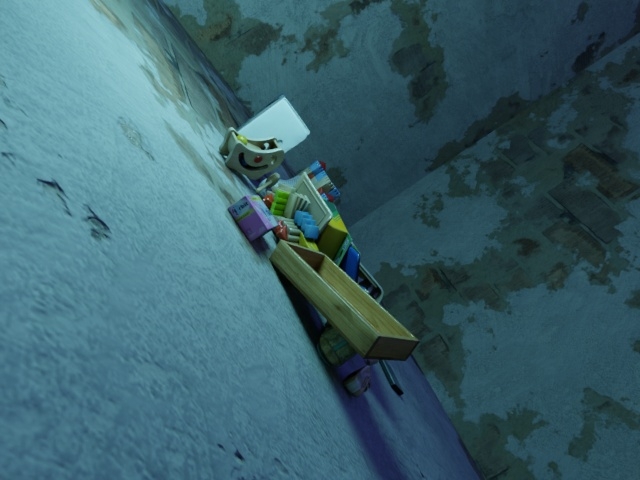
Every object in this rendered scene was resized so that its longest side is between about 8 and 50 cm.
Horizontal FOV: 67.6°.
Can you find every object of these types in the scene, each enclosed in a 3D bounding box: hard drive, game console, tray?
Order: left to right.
[{"bbox_3d":[0.053,0.155,1.266,0.202,0.076,0.411,19,17,-49],"label":"tray"},{"bbox_3d":[0.145,0.155,1.563,0.250,0.173,0.293,36,4,-11],"label":"game console"},{"bbox_3d":[0.283,0.545,1.919,0.094,0.022,0.135,51,8,-39],"label":"hard drive"}]

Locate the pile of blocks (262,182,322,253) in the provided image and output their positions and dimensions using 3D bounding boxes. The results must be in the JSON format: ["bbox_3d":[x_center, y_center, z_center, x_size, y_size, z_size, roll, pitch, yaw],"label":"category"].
[{"bbox_3d":[-0.104,-0.069,1.560,0.112,0.149,0.362,8,38,-42],"label":"pile of blocks"}]

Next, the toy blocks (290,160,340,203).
[{"bbox_3d":[-0.039,-0.197,2.126,0.191,0.260,0.382,51,9,-40],"label":"toy blocks"}]

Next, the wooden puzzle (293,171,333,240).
[{"bbox_3d":[-0.060,-0.080,1.631,0.044,0.221,0.239,9,41,-41],"label":"wooden puzzle"}]

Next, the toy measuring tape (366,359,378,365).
[{"bbox_3d":[0.129,0.296,1.763,0.121,0.121,0.331,34,40,-73],"label":"toy measuring tape"}]

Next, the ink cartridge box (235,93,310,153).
[{"bbox_3d":[-0.209,-0.429,1.900,0.166,0.285,0.395,52,7,-19],"label":"ink cartridge box"}]

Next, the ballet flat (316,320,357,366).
[{"bbox_3d":[0.072,0.265,1.347,0.123,0.123,0.348,57,6,4],"label":"ballet flat"}]

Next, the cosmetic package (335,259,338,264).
[{"bbox_3d":[0.073,0.143,2.168,0.239,0.060,0.099,53,9,-28],"label":"cosmetic package"}]

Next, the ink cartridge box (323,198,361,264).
[{"bbox_3d":[0.013,-0.006,1.915,0.255,0.188,0.097,55,5,-22],"label":"ink cartridge box"}]

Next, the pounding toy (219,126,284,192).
[{"bbox_3d":[-0.200,-0.267,1.610,0.269,0.154,0.155,23,31,-54],"label":"pounding toy"}]

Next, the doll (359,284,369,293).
[{"bbox_3d":[0.140,0.231,1.968,0.046,0.128,0.189,57,18,-52],"label":"doll"}]

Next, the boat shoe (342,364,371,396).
[{"bbox_3d":[0.106,0.382,1.289,0.059,0.063,0.170,60,17,11],"label":"boat shoe"}]

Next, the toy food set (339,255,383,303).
[{"bbox_3d":[0.149,0.140,2.104,0.306,0.092,0.220,49,1,-5],"label":"toy food set"}]

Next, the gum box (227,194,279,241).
[{"bbox_3d":[-0.181,-0.065,1.330,0.107,0.062,0.188,56,7,-2],"label":"gum box"}]

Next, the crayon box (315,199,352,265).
[{"bbox_3d":[0.000,0.000,1.679,0.083,0.203,0.323,20,20,-19],"label":"crayon box"}]

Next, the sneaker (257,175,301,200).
[{"bbox_3d":[-0.151,-0.169,1.868,0.126,0.127,0.321,52,30,13],"label":"sneaker"}]
